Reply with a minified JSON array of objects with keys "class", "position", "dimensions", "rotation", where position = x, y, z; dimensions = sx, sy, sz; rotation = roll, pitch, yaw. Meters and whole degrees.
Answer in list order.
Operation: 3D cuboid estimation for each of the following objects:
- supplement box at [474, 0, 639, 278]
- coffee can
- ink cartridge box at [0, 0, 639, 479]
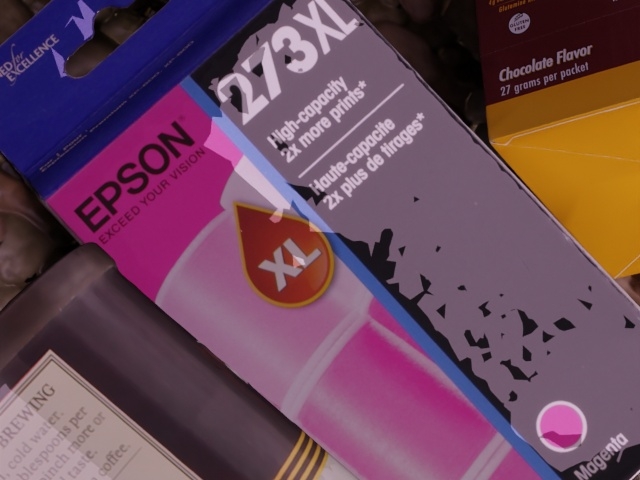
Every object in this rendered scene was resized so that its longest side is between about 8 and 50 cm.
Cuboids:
[{"class":"supplement box","position":[0.173,-0.113,0.888],"dimensions":[0.191,0.129,0.194],"rotation":[40,41,-54]},{"class":"coffee can","position":[-0.053,0.165,0.661],"dimensions":[0.275,0.201,0.201],"rotation":[41,56,-1]},{"class":"ink cartridge box","position":[0.000,0.000,0.811],"dimensions":[0.176,0.069,0.371],"rotation":[-42,84,-6]}]
